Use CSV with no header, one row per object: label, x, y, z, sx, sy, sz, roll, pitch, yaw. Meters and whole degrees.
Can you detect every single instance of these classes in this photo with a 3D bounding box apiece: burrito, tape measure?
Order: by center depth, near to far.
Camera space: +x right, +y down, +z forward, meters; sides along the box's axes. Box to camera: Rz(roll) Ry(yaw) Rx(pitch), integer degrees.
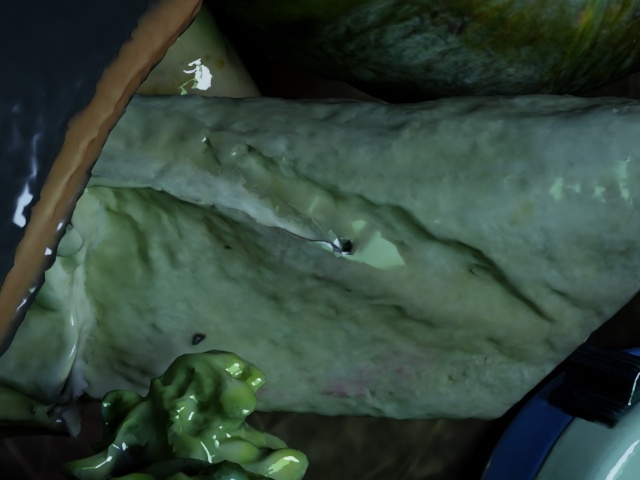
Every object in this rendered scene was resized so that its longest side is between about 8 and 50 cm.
burrito,0.002,0.007,0.796,0.348,0.107,0.175,-6,144,4
tape measure,0.181,0.222,1.046,0.215,0.098,0.351,-7,102,-33

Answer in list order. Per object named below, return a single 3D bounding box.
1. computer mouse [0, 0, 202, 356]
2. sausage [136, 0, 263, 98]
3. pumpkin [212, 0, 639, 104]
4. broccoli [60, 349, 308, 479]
computer mouse,-0.155,-0.058,0.663,0.183,0.116,0.323,28,65,-6
sausage,-0.054,-0.053,0.855,0.066,0.066,0.301,-42,120,-18
pumpkin,0.070,-0.206,0.822,0.320,0.192,0.320,-9,107,-29
broccoli,-0.083,0.173,0.788,0.288,0.245,0.248,-57,160,15
